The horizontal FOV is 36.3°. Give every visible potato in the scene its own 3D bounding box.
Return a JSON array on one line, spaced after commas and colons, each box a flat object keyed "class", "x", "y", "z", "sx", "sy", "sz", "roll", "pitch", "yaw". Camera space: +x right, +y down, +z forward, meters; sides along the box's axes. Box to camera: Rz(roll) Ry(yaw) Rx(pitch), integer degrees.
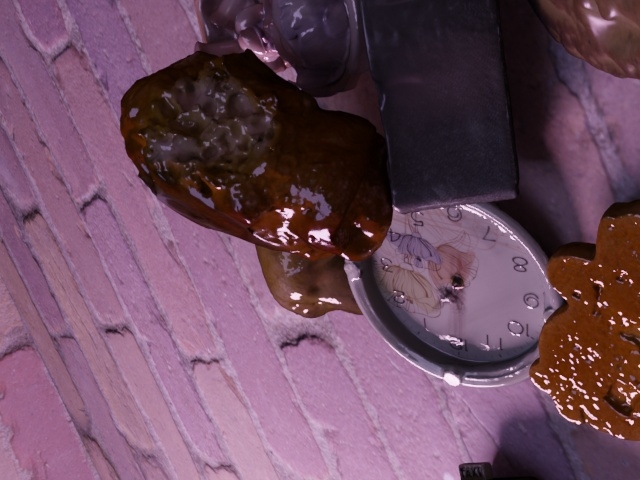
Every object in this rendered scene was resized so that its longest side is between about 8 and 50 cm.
[{"class": "potato", "x": 0.002, "y": -0.003, "z": 1.085, "sx": 0.137, "sy": 0.154, "sz": 0.200, "roll": -81, "pitch": -26, "yaw": -63}]

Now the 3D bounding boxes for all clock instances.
[{"class": "clock", "x": 0.136, "y": 0.039, "z": 0.967, "sx": 0.236, "sy": 0.053, "sz": 0.236, "roll": 20, "pitch": 132, "yaw": 24}]

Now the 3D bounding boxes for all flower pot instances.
[{"class": "flower pot", "x": 0.103, "y": -0.141, "z": 0.819, "sx": 0.108, "sy": 0.103, "sz": 0.229, "roll": -5, "pitch": 113, "yaw": 13}]

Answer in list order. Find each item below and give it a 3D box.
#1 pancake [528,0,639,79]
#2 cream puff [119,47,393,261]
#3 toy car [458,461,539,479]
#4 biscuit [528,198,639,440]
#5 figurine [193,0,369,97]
[{"class": "pancake", "x": 0.161, "y": -0.220, "z": 0.640, "sx": 0.294, "sy": 0.049, "sz": 0.294, "roll": 56, "pitch": -177, "yaw": -4}, {"class": "cream puff", "x": -0.058, "y": -0.071, "z": 0.888, "sx": 0.269, "sy": 0.155, "sz": 0.241, "roll": 34, "pitch": 173, "yaw": -2}, {"class": "toy car", "x": 0.182, "y": 0.346, "z": 1.079, "sx": 0.248, "sy": 0.204, "sz": 0.198, "roll": -27, "pitch": 67, "yaw": 58}, {"class": "biscuit", "x": 0.268, "y": 0.079, "z": 0.831, "sx": 0.184, "sy": 0.035, "sz": 0.249, "roll": 34, "pitch": 136, "yaw": 24}, {"class": "figurine", "x": -0.023, "y": -0.217, "z": 0.943, "sx": 0.236, "sy": 0.141, "sz": 0.163, "roll": 4, "pitch": 111, "yaw": 55}]
